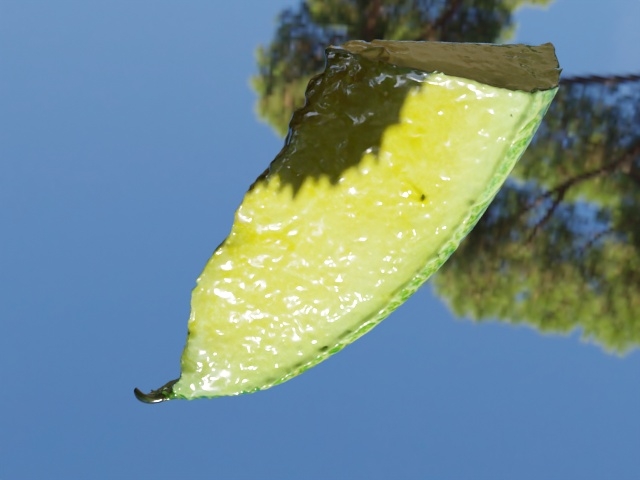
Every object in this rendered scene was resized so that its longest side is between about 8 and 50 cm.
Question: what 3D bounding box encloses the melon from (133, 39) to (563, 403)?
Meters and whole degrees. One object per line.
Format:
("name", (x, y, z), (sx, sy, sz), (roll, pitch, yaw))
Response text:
("melon", (-0.001, 0.000, 0.638), (0.114, 0.262, 0.053), (30, -154, -27))
